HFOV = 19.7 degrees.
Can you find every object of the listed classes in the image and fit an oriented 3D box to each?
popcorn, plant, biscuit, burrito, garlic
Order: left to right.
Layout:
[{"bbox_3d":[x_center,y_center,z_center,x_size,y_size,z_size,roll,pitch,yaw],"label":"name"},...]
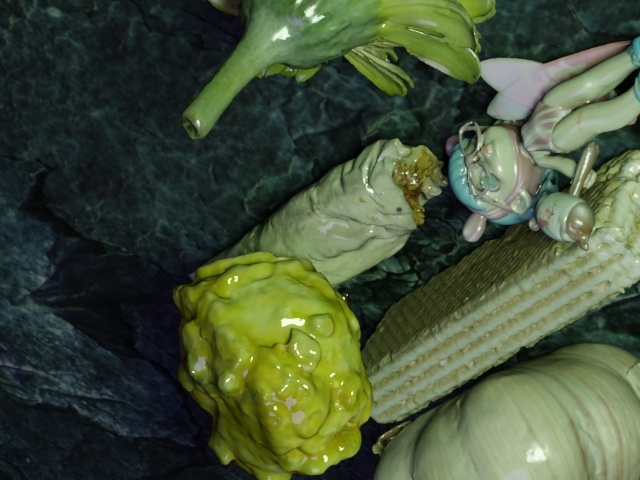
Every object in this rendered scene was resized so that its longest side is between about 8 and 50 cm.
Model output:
[{"bbox_3d":[-0.045,0.122,1.867,0.266,0.192,0.233,27,144,63],"label":"popcorn"},{"bbox_3d":[-0.022,-0.236,1.610,0.306,0.297,0.261,7,105,44],"label":"plant"},{"bbox_3d":[0.000,0.000,1.914,0.117,0.076,0.392,35,140,-18],"label":"burrito"},{"bbox_3d":[0.184,0.051,1.818,0.078,0.144,0.426,41,139,-12],"label":"biscuit"},{"bbox_3d":[0.214,0.232,1.880,0.322,0.322,0.241,-23,103,41],"label":"garlic"}]

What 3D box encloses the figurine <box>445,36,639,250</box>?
[{"bbox_3d":[0.222,-0.078,1.668,0.103,0.205,0.260,2,153,-41],"label":"figurine"}]
